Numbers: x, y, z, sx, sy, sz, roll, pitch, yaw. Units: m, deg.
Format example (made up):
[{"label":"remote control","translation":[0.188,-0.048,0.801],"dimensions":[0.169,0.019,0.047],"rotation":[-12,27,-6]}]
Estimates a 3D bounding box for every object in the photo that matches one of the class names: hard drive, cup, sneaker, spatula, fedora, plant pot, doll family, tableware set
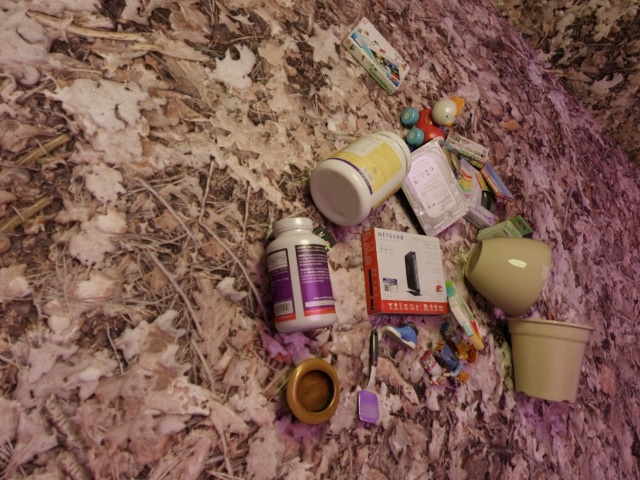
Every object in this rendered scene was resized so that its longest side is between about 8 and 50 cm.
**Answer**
[{"label":"hard drive","translation":[0.436,-0.206,1.687],"dimensions":[0.236,0.064,0.339],"rotation":[-32,102,-12]},{"label":"cup","translation":[0.744,0.118,1.733],"dimensions":[0.236,0.331,0.331],"rotation":[21,60,5]},{"label":"sneaker","translation":[0.291,0.317,1.486],"dimensions":[0.152,0.058,0.085],"rotation":[36,63,-24]},{"label":"spatula","translation":[0.170,0.439,1.383],"dimensions":[0.084,0.030,0.297],"rotation":[23,62,-27]},{"label":"fedora","translation":[-0.032,0.436,1.218],"dimensions":[0.194,0.079,0.195],"rotation":[15,66,-36]},{"label":"plant pot","translation":[0.931,0.491,1.731],"dimensions":[0.333,0.333,0.306],"rotation":[14,79,-30]},{"label":"doll family","translation":[0.496,0.431,1.551],"dimensions":[0.263,0.118,0.163],"rotation":[-40,99,-36]},{"label":"tableware set","translation":[0.549,-0.346,1.801],"dimensions":[0.194,0.039,0.129],"rotation":[11,63,-51]}]

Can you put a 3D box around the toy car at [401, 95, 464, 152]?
[{"label":"toy car","translation":[0.512,-0.506,1.784],"dimensions":[0.219,0.238,0.211],"rotation":[10,62,-35]}]

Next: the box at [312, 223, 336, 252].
[{"label":"box","translation":[0.000,0.000,1.402],"dimensions":[0.083,0.052,0.062],"rotation":[51,55,-8]}]

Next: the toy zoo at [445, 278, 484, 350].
[{"label":"toy zoo","translation":[0.541,0.282,1.581],"dimensions":[0.192,0.030,0.293],"rotation":[56,19,-10]}]

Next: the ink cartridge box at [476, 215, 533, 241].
[{"label":"ink cartridge box","translation":[0.812,-0.021,1.858],"dimensions":[0.109,0.209,0.062],"rotation":[44,53,-14]}]

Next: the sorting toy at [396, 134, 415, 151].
[{"label":"sorting toy","translation":[0.303,-0.338,1.722],"dimensions":[0.347,0.047,0.196],"rotation":[-27,90,-37]}]

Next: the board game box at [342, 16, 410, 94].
[{"label":"board game box","translation":[0.251,-0.809,1.840],"dimensions":[0.305,0.053,0.193],"rotation":[42,55,-16]}]

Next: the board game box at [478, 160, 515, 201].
[{"label":"board game box","translation":[0.812,-0.309,1.999],"dimensions":[0.145,0.027,0.282],"rotation":[8,50,-43]}]

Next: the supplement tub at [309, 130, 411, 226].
[{"label":"supplement tub","translation":[0.148,-0.225,1.459],"dimensions":[0.331,0.241,0.241],"rotation":[-40,98,-36]}]

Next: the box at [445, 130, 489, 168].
[{"label":"box","translation":[0.678,-0.424,1.961],"dimensions":[0.206,0.036,0.114],"rotation":[25,60,2]}]

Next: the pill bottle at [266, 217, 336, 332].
[{"label":"pill bottle","translation":[-0.062,0.104,1.245],"dimensions":[0.181,0.181,0.324],"rotation":[0,74,-34]}]

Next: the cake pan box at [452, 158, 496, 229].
[{"label":"cake pan box","translation":[0.705,-0.208,1.939],"dimensions":[0.266,0.070,0.246],"rotation":[31,61,-23]}]

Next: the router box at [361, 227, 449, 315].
[{"label":"router box","translation":[0.313,0.125,1.552],"dimensions":[0.335,0.082,0.302],"rotation":[7,71,-32]}]
